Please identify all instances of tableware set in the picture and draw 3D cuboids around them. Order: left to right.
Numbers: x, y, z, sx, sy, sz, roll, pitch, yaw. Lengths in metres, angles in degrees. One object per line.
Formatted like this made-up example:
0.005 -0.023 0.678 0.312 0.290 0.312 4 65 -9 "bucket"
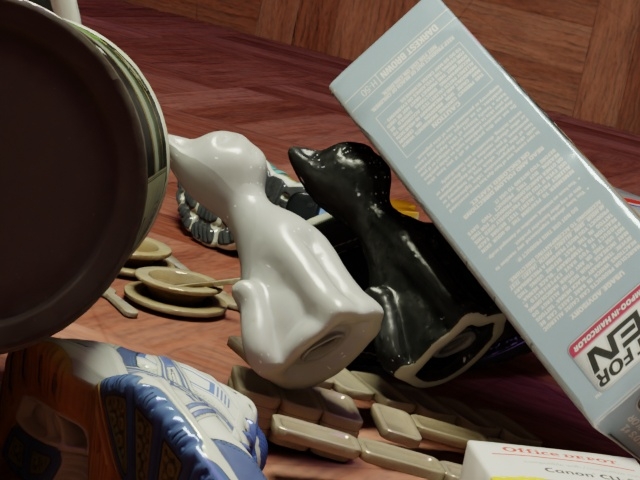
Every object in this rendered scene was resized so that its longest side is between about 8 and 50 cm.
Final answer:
-0.144 0.020 1.556 0.128 0.039 0.194 4 15 -31 "tableware set"

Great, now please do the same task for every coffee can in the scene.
-0.199 -0.046 1.117 0.201 0.202 0.275 11 4 -3 "coffee can"

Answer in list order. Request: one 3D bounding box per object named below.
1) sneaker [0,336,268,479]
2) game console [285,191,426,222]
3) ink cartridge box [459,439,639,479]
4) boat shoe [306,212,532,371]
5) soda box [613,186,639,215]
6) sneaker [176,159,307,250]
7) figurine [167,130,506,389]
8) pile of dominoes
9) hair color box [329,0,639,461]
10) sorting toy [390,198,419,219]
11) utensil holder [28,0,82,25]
-0.072 0.118 1.016 0.131 0.112 0.296 4 15 -31 "sneaker"
0.021 0.022 1.583 0.144 0.124 0.085 14 -9 10 "game console"
0.147 0.173 1.071 0.115 0.067 0.198 8 12 -13 "ink cartridge box"
0.095 0.048 1.455 0.113 0.127 0.340 7 -3 42 "boat shoe"
0.353 0.017 1.906 0.098 0.091 0.286 0 16 -38 "soda box"
-0.037 -0.018 1.752 0.275 0.107 0.110 31 5 39 "sneaker"
0.000 0.000 1.292 0.215 0.092 0.209 3 46 -46 "figurine"
0.053 0.141 1.257 0.251 0.040 0.196 17 11 -12 "pile of dominoes"
0.171 0.002 1.302 0.185 0.113 0.374 39 13 -49 "hair color box"
0.159 0.016 1.875 0.229 0.041 0.307 5 13 -9 "sorting toy"
-0.379 -0.191 1.634 0.327 0.328 0.385 9 11 -10 "utensil holder"
